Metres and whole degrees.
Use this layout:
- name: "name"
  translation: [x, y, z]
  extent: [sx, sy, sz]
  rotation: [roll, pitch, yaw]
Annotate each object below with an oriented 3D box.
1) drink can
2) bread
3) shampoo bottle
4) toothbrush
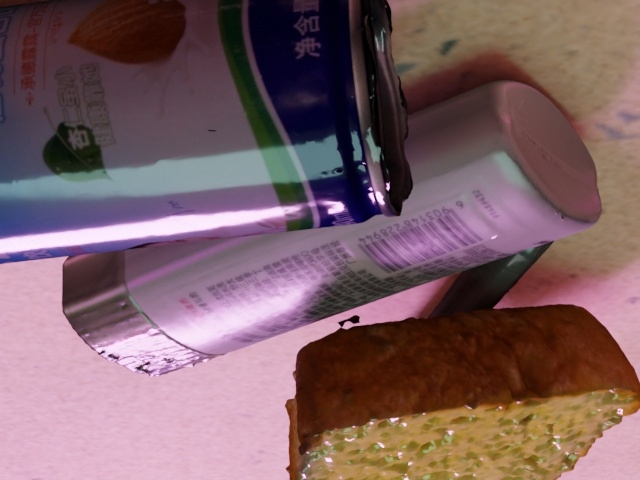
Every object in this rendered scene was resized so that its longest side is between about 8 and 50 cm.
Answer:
- name: "drink can"
  translation: [-0.089, -0.041, 0.630]
  extent: [0.235, 0.097, 0.097]
  rotation: [-5, 150, 9]
- name: "bread"
  translation: [0.055, 0.078, 0.808]
  extent: [0.187, 0.065, 0.103]
  rotation: [-9, 151, -29]
- name: "shampoo bottle"
  translation: [0.000, 0.000, 0.741]
  extent: [0.227, 0.056, 0.086]
  rotation: [-21, 146, 31]
- name: "toothbrush"
  translation: [0.048, 0.065, 0.884]
  extent: [0.030, 0.030, 0.297]
  rotation: [-16, 157, -30]
